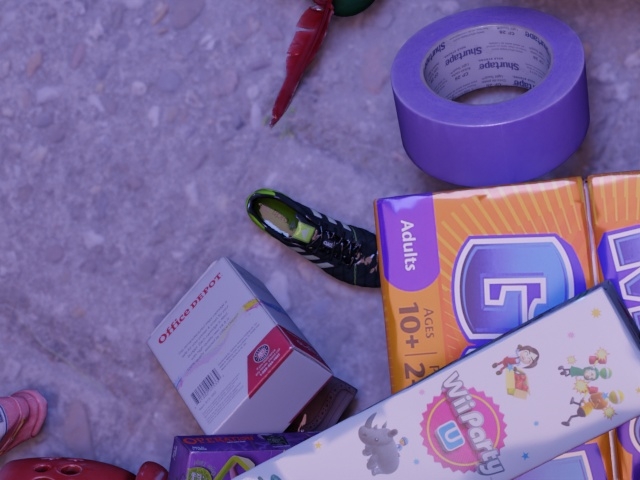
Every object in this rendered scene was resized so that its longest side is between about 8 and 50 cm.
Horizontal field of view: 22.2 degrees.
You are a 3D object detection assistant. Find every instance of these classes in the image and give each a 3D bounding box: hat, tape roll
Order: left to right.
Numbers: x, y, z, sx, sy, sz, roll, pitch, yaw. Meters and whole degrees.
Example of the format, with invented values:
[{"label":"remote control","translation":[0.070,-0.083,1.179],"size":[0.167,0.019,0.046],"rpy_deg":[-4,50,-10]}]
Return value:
[{"label":"hat","translation":[0.040,-0.237,1.665],"size":[0.173,0.208,0.183],"rpy_deg":[-30,108,-32]},{"label":"tape roll","translation":[0.167,-0.143,1.601],"size":[0.189,0.189,0.080],"rpy_deg":[-4,133,10]}]

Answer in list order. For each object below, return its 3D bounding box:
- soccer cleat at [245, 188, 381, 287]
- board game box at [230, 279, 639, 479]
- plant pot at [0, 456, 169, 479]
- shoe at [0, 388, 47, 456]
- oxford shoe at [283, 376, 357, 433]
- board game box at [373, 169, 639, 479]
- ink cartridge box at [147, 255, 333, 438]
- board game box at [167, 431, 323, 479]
[{"label":"soccer cleat","translation":[0.000,0.000,1.690],"size":[0.179,0.072,0.060],"rpy_deg":[27,95,8]},{"label":"board game box","translation":[0.105,0.141,1.236],"size":[0.303,0.224,0.097],"rpy_deg":[-30,85,10]},{"label":"plant pot","translation":[-0.235,0.318,1.677],"size":[0.174,0.191,0.191],"rpy_deg":[-2,90,6]},{"label":"shoe","translation":[-0.362,0.222,1.761],"size":[0.178,0.081,0.063],"rpy_deg":[-46,69,36]},{"label":"oxford shoe","translation":[-0.027,0.268,1.689],"size":[0.098,0.097,0.271],"rpy_deg":[12,93,4]},{"label":"board game box","translation":[0.261,0.119,1.503],"size":[0.356,0.356,0.356],"rpy_deg":[-6,90,10]},{"label":"ink cartridge box","translation":[-0.084,0.118,1.660],"size":[0.127,0.072,0.175],"rpy_deg":[-48,41,7]},{"label":"board game box","translation":[-0.068,0.358,1.630],"size":[0.208,0.056,0.347],"rpy_deg":[1,107,-32]}]
